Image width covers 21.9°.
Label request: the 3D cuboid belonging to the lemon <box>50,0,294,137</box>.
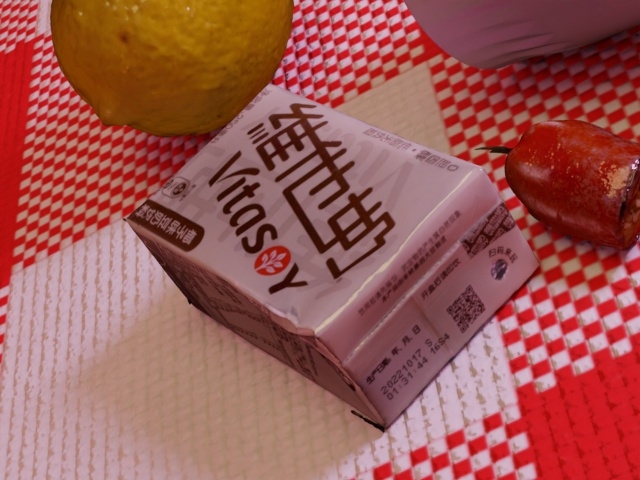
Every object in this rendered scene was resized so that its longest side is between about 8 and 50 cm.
[{"bbox_3d":[-0.152,-0.235,1.714,0.267,0.267,0.267,-23,36,18],"label":"lemon"}]

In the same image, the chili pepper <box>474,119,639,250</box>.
[{"bbox_3d":[0.195,-0.055,1.342,0.086,0.084,0.192,-34,35,-28],"label":"chili pepper"}]

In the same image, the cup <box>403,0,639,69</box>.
[{"bbox_3d":[0.250,-0.310,1.418,0.371,0.253,0.253,-23,34,41],"label":"cup"}]

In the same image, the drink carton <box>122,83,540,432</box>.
[{"bbox_3d":[0.000,0.000,1.404,0.194,0.132,0.324,-46,37,-13],"label":"drink carton"}]
